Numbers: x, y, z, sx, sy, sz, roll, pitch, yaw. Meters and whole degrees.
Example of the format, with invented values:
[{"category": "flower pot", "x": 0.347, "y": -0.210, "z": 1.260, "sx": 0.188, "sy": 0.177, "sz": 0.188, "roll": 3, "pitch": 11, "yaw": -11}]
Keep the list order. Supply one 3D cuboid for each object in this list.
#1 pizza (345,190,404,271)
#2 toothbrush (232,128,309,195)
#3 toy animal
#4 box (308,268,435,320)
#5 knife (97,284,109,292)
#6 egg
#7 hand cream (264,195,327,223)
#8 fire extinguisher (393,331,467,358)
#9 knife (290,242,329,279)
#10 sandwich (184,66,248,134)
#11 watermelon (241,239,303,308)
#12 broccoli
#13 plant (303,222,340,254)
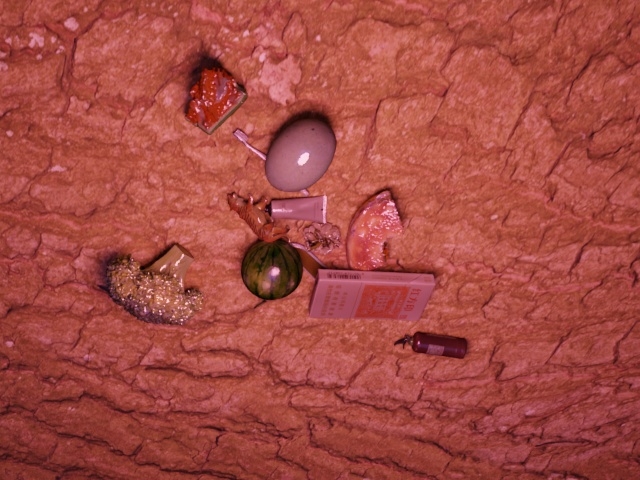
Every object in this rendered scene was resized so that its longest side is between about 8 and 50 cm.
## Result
[{"category": "pizza", "x": 0.161, "y": -0.017, "z": 2.019, "sx": 0.162, "sy": 0.085, "sz": 0.305, "roll": 25, "pitch": 119, "yaw": 5}, {"category": "toothbrush", "x": -0.140, "y": -0.225, "z": 1.942, "sx": 0.288, "sy": 0.024, "sz": 0.026, "roll": 40, "pitch": 97, "yaw": -18}, {"category": "toy animal", "x": -0.179, "y": -0.066, "z": 1.962, "sx": 0.241, "sy": 0.057, "sz": 0.099, "roll": 47, "pitch": 125, "yaw": 8}, {"category": "box", "x": 0.157, "y": 0.174, "z": 2.083, "sx": 0.366, "sy": 0.051, "sz": 0.204, "roll": 2, "pitch": 138, "yaw": -10}, {"category": "knife", "x": -0.646, "y": 0.182, "z": 2.160, "sx": 0.170, "sy": 0.010, "sz": 0.023, "roll": 27, "pitch": 115, "yaw": -12}, {"category": "egg", "x": -0.057, "y": -0.235, "z": 1.854, "sx": 0.169, "sy": 0.169, "sz": 0.236, "roll": 33, "pitch": 117, "yaw": -17}, {"category": "hand cream", "x": -0.074, "y": -0.094, "z": 1.999, "sx": 0.186, "sy": 0.054, "sz": 0.087, "roll": 0, "pitch": 105, "yaw": -7}, {"category": "fire extinguisher", "x": 0.366, "y": 0.354, "z": 2.232, "sx": 0.231, "sy": 0.071, "sz": 0.099, "roll": 8, "pitch": 145, "yaw": -4}, {"category": "knife", "x": 0.010, "y": 0.115, "z": 2.121, "sx": 0.061, "sy": 0.027, "sz": 0.343, "roll": -37, "pitch": 112, "yaw": 22}, {"category": "sandwich", "x": -0.294, "y": -0.370, "z": 1.790, "sx": 0.109, "sy": 0.160, "sz": 0.184, "roll": 41, "pitch": 103, "yaw": 1}, {"category": "watermelon", "x": -0.146, "y": 0.099, "z": 2.021, "sx": 0.188, "sy": 0.188, "sz": 0.214, "roll": 2, "pitch": 119, "yaw": -2}, {"category": "broccoli", "x": -0.497, "y": 0.150, "z": 2.030, "sx": 0.260, "sy": 0.235, "sz": 0.288, "roll": -29, "pitch": 151, "yaw": 15}, {"category": "plant", "x": 0.000, "y": 0.000, "z": 2.012, "sx": 0.117, "sy": 0.122, "sz": 0.104, "roll": -11, "pitch": 106, "yaw": 13}]
